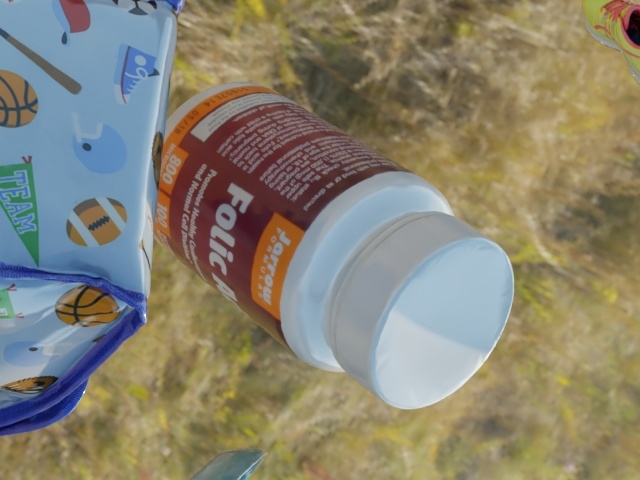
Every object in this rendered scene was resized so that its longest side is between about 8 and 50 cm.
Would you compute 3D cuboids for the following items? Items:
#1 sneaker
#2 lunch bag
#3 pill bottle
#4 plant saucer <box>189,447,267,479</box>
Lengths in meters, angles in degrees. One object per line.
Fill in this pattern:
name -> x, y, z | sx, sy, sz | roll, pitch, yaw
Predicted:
sneaker -> 0.450, -0.318, 1.950 | 0.081, 0.208, 0.094 | -30, 143, -5
lunch bag -> -0.282, -0.022, 1.180 | 0.239, 0.385, 0.328 | 19, 55, -24
pill bottle -> 0.000, 0.000, 1.410 | 0.224, 0.392, 0.224 | -22, 128, -31
plant saucer -> -0.185, 0.352, 1.570 | 0.317, 0.043, 0.317 | -46, 173, -7
